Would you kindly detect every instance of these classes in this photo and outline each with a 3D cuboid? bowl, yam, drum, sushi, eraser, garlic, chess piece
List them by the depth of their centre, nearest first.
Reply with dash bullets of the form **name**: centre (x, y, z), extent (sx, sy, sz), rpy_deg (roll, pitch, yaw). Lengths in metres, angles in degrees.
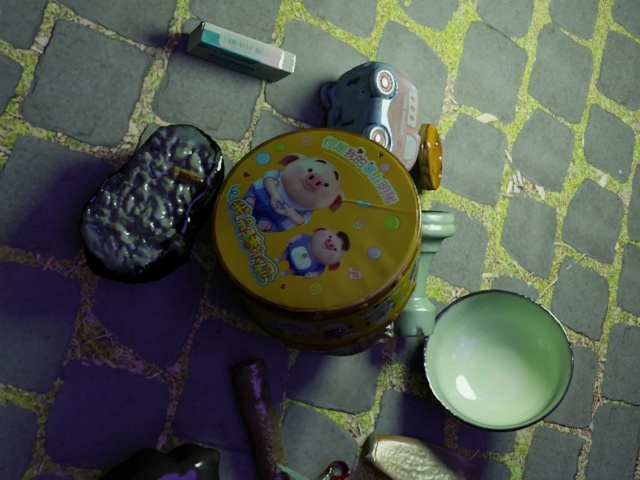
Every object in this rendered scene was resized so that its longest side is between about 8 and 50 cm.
- **sushi**: centre (-0.324, -0.068, 1.520), extent (0.211, 0.171, 0.350), rpy_deg (29, 75, 4)
- **drum**: centre (0.000, 0.000, 1.547), extent (0.431, 0.214, 0.431), rpy_deg (-2, 63, 5)
- **yam**: centre (-0.122, 0.433, 1.660), extent (0.081, 0.081, 0.357), rpy_deg (-13, 92, -30)
- **eraser**: centre (-0.175, -0.414, 1.681), extent (0.225, 0.095, 0.052), rpy_deg (13, 80, -29)
- **chess piece**: centre (0.222, 0.075, 1.835), extent (0.194, 0.194, 0.299), rpy_deg (-1, 95, -30)
- **garlic**: centre (0.240, 0.555, 1.840), extent (0.318, 0.112, 0.143), rpy_deg (23, 52, -20)
- **bowl**: centre (0.437, 0.315, 1.891), extent (0.354, 0.353, 0.185), rpy_deg (-65, 159, -18)

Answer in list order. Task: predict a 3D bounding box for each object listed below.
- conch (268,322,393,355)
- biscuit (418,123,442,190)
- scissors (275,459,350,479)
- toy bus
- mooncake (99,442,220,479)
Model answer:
- **conch**: centre (0.059, 0.151, 1.704), extent (0.352, 0.297, 0.210), rpy_deg (-34, 129, 8)
- **biscuit**: centre (0.284, -0.215, 1.914), extent (0.170, 0.050, 0.170), rpy_deg (-1, 90, -72)
- **scissors**: centre (-0.012, 0.548, 1.683), extent (0.247, 0.017, 0.144), rpy_deg (26, 49, -43)
- **toy bus**: centre (0.136, -0.266, 1.805), extent (0.231, 0.197, 0.294), rpy_deg (14, 77, -39)
- **mooncake**: centre (-0.297, 0.592, 1.467), extent (0.350, 0.212, 0.381), rpy_deg (-17, 97, -25)
